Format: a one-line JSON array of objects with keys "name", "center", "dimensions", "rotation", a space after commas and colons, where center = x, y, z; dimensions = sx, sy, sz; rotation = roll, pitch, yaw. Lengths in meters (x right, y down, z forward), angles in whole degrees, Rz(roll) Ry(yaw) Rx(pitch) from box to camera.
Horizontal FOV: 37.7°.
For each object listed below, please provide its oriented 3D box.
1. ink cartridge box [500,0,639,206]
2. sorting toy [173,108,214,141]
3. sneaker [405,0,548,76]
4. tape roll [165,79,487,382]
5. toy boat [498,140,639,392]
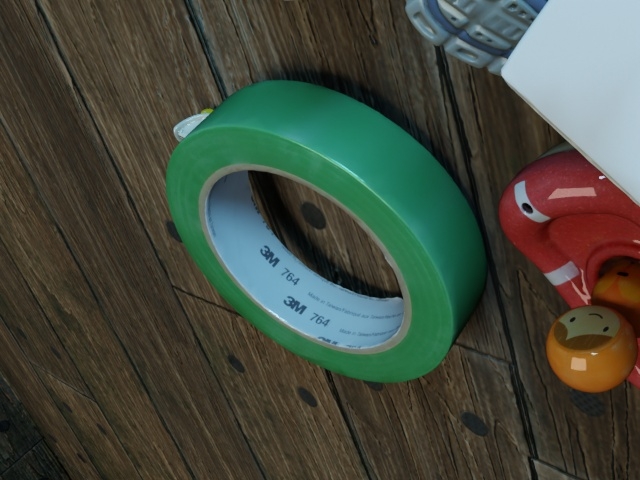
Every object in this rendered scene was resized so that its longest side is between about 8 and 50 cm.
[{"name": "ink cartridge box", "center": [0.225, -0.114, 0.367], "dimensions": [0.168, 0.233, 0.171], "rotation": [43, 149, 8]}, {"name": "sorting toy", "center": [-0.107, -0.098, 1.016], "dimensions": [0.083, 0.045, 0.075], "rotation": [26, 156, 18]}, {"name": "sneaker", "center": [0.193, -0.124, 0.529], "dimensions": [0.297, 0.129, 0.111], "rotation": [32, 149, -8]}, {"name": "tape roll", "center": [0.000, 0.000, 0.908], "dimensions": [0.321, 0.077, 0.321], "rotation": [25, 144, 20]}, {"name": "toy boat", "center": [0.210, 0.043, 0.651], "dimensions": [0.231, 0.151, 0.151], "rotation": [51, 150, -5]}]
